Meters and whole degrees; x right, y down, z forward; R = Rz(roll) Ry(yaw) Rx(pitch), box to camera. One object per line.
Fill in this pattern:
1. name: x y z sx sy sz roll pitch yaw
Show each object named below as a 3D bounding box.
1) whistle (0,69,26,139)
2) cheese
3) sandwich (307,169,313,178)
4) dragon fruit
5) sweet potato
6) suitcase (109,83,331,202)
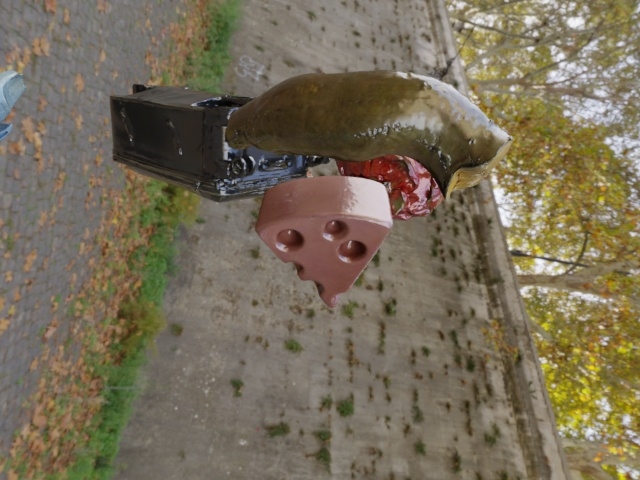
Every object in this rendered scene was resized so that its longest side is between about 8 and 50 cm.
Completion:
1. whistle: -0.695 -0.248 0.847 0.180 0.093 0.269 110 2 -55
2. cheese: -0.013 -0.019 0.681 0.128 0.177 0.203 -85 -159 -50
3. sandwich: -0.055 -0.207 1.289 0.069 0.026 0.101 65 23 7
4. dragon fruit: 0.159 -0.158 0.921 0.152 0.317 0.205 53 43 -70
5. sweet potato: 0.024 -0.099 0.399 0.085 0.286 0.112 -61 149 -45
6. suitcase: -0.214 -0.205 0.874 0.434 0.283 0.194 21 -65 33
